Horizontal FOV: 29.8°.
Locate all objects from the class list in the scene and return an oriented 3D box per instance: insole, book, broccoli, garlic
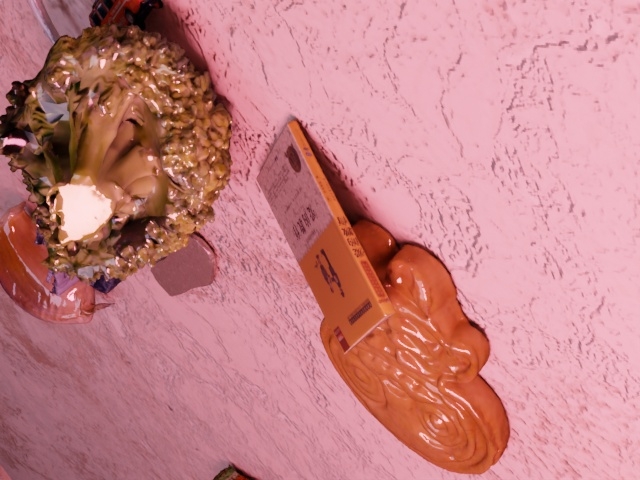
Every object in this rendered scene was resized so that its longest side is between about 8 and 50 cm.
[{"bbox_3d":[-0.149,0.030,1.315,0.063,0.010,0.192,51,156,-4],"label":"insole"},{"bbox_3d":[0.000,0.000,0.972,0.172,0.012,0.118,63,158,11],"label":"book"},{"bbox_3d":[-0.178,-0.066,1.004,0.198,0.226,0.176,40,-177,-7],"label":"broccoli"},{"bbox_3d":[-0.353,0.051,1.589,0.198,0.090,0.128,46,143,14],"label":"garlic"}]

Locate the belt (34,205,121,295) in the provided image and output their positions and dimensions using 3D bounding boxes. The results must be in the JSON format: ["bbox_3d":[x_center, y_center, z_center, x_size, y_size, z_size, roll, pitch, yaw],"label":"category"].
[{"bbox_3d":[-0.235,-0.016,1.245,0.122,0.128,0.218,44,156,7],"label":"belt"}]

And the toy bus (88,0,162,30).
[{"bbox_3d":[-0.161,-0.193,0.989,0.043,0.031,0.110,53,153,-5],"label":"toy bus"}]

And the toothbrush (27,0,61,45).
[{"bbox_3d":[-0.277,-0.259,1.080,0.030,0.030,0.304,9,135,53],"label":"toothbrush"}]

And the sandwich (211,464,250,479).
[{"bbox_3d":[-0.060,0.425,1.663,0.235,0.079,0.159,54,154,-12],"label":"sandwich"}]

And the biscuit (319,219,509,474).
[{"bbox_3d":[0.074,0.102,1.035,0.202,0.044,0.288,32,153,30],"label":"biscuit"}]
